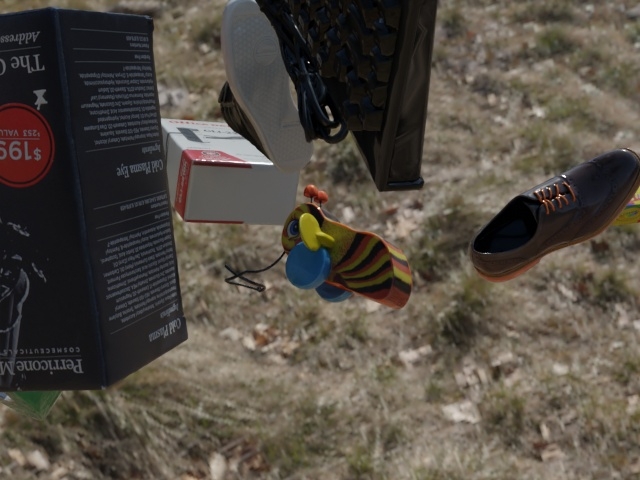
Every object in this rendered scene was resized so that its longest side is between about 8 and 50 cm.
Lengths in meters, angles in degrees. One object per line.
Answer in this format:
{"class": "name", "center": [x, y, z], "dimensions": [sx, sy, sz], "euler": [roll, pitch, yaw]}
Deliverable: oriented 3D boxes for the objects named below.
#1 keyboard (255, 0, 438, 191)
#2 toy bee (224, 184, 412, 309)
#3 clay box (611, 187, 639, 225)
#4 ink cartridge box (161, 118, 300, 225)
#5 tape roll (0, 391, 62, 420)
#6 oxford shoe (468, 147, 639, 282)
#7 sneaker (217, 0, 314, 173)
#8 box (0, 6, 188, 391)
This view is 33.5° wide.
{"class": "keyboard", "center": [-0.019, -0.149, 0.514], "dimensions": [0.033, 0.202, 0.317], "euler": [-15, 54, -10]}
{"class": "toy bee", "center": [0.000, 0.000, 1.523], "dimensions": [0.298, 0.195, 0.162], "euler": [11, 80, 16]}
{"class": "clay box", "center": [0.640, -0.098, 1.977], "dimensions": [0.222, 0.053, 0.127], "euler": [-8, 43, 5]}
{"class": "ink cartridge box", "center": [-0.177, -0.125, 1.886], "dimensions": [0.196, 0.114, 0.273], "euler": [2, 19, -23]}
{"class": "tape roll", "center": [-0.477, 0.119, 1.389], "dimensions": [0.321, 0.321, 0.077], "euler": [10, 60, 44]}
{"class": "oxford shoe", "center": [0.321, -0.040, 1.438], "dimensions": [0.271, 0.098, 0.097], "euler": [-37, 66, 4]}
{"class": "sneaker", "center": [-0.111, -0.240, 1.576], "dimensions": [0.104, 0.296, 0.147], "euler": [-37, 44, -18]}
{"class": "box", "center": [-0.323, -0.032, 0.966], "dimensions": [0.343, 0.313, 0.179], "euler": [-4, 9, 17]}
